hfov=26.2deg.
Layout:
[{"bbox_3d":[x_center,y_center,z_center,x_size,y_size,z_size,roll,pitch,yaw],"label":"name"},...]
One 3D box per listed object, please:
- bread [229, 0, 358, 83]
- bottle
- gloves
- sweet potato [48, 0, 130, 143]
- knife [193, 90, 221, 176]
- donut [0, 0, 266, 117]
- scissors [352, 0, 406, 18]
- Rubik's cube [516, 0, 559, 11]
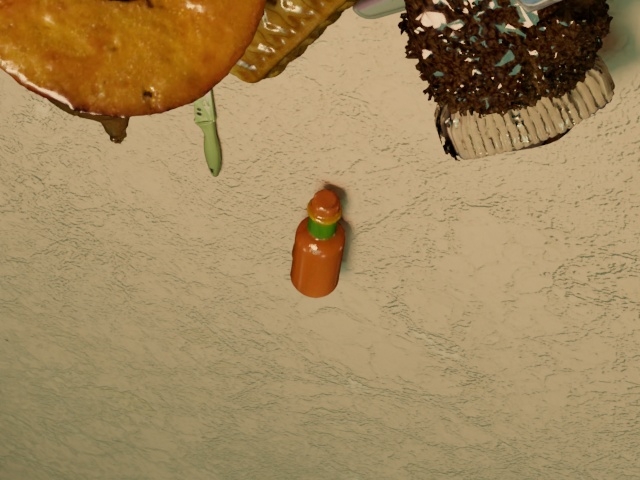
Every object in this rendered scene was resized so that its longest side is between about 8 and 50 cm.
[{"bbox_3d":[-0.003,-0.253,1.371,0.077,0.084,0.367,60,145,1],"label":"bread"},{"bbox_3d":[0.000,0.000,1.773,0.069,0.069,0.187,19,146,5],"label":"bottle"},{"bbox_3d":[0.173,-0.198,1.242,0.210,0.135,0.312,2,144,26],"label":"gloves"},{"bbox_3d":[-0.274,-0.244,1.503,0.158,0.157,0.369,13,155,15],"label":"sweet potato"},{"bbox_3d":[-0.141,-0.143,1.693,0.030,0.014,0.207,15,147,11],"label":"knife"},{"bbox_3d":[-0.202,-0.268,1.323,0.303,0.303,0.110,32,-175,-16],"label":"donut"},{"bbox_3d":[0.131,-0.263,1.317,0.256,0.030,0.125,-15,133,41],"label":"scissors"},{"bbox_3d":[0.188,-0.354,0.927,0.259,0.253,0.256,37,146,-26],"label":"Rubik's cube"}]
